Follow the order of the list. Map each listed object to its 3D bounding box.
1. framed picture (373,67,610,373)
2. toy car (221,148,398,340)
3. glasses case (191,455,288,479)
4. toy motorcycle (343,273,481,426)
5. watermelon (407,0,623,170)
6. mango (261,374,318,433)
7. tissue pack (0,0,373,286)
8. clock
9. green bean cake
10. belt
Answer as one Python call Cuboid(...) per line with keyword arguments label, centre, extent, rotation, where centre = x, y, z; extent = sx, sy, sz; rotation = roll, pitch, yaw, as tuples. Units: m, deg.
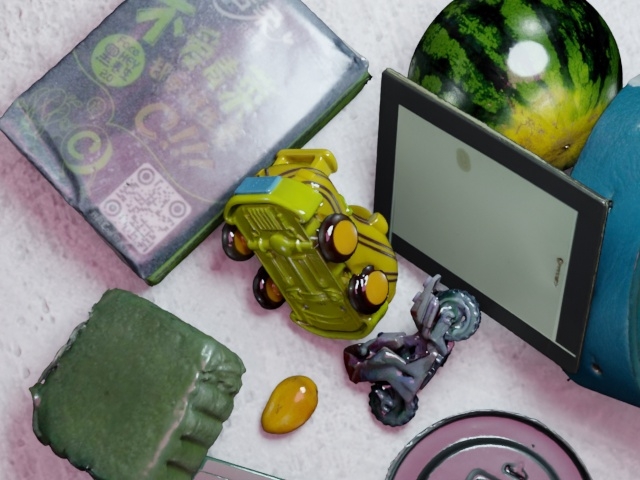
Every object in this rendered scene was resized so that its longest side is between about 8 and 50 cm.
Cuboid(label="framed picture", centre=(0.188, -0.024, 1.790), extent=(0.016, 0.265, 0.347), rotation=(-29, 48, -32))
Cuboid(label="toy car", centre=(0.000, 0.000, 1.867), extent=(0.142, 0.200, 0.248), rotation=(-52, 127, -31))
Cuboid(label="glasses case", centre=(-0.079, 0.309, 1.894), extent=(0.184, 0.078, 0.039), rotation=(17, 81, 2))
Cuboid(label="toy motorcycle", centre=(0.109, 0.130, 1.895), extent=(0.122, 0.082, 0.213), rotation=(37, 115, 7))
Cuboid(label="watermelon", centre=(0.237, -0.196, 1.853), extent=(0.269, 0.269, 0.269), rotation=(0, 84, 0))
Cuboid(label="mango", centre=(-0.040, 0.211, 1.924), extent=(0.089, 0.046, 0.060), rotation=(-43, 83, 9))
Cuboid(label="tissue pack", centre=(-0.172, -0.175, 1.926), extent=(0.394, 0.124, 0.288), rotation=(-44, 87, -5))
Cuboid(label="clock", centre=(0.209, 0.348, 1.900), extent=(0.281, 0.055, 0.280), rotation=(0, 83, 1))
Cuboid(label="green bean cake", centre=(-0.229, 0.193, 1.857), extent=(0.223, 0.125, 0.227), rotation=(28, 81, 29))
Cuboid(label="belt", centre=(0.433, -0.010, 1.810), extent=(0.300, 0.173, 0.436), rotation=(17, 88, -41))
